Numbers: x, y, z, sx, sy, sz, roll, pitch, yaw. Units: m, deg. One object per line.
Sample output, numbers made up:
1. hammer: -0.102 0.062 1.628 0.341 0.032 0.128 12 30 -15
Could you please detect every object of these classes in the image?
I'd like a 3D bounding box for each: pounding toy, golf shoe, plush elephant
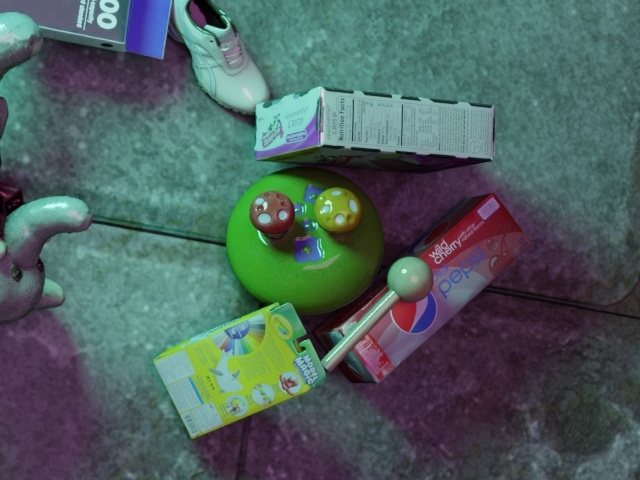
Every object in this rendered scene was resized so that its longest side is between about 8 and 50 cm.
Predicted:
1. pounding toy: 0.000 0.000 1.876 0.183 0.110 0.237 -37 71 -16
2. golf shoe: -0.116 -0.218 1.911 0.069 0.086 0.176 -45 103 -19
3. plush elephant: -0.359 -0.024 1.713 0.255 0.272 0.330 42 111 -4

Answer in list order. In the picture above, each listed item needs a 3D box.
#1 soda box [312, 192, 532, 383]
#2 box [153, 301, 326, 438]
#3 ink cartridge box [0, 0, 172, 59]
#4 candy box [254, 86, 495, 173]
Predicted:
1. soda box: 0.121 0.056 1.976 0.263 0.092 0.083 -40 100 -18
2. box: -0.086 0.141 1.869 0.179 0.043 0.105 -23 97 21
3. ink cartridge box: -0.250 -0.319 1.832 0.208 0.045 0.206 9 85 -22
4. candy box: 0.062 -0.123 1.915 0.233 0.159 0.071 4 85 -28
